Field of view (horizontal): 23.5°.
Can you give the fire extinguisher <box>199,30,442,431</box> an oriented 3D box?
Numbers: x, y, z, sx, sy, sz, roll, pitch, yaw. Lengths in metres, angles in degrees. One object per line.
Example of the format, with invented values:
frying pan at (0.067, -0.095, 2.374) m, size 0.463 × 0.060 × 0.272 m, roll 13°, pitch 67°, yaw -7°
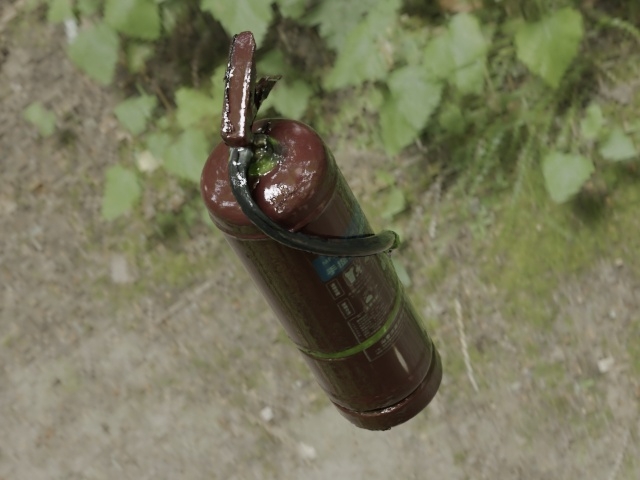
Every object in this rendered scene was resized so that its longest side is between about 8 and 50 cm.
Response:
fire extinguisher at (0.000, 0.000, 1.119) m, size 0.105 × 0.341 × 0.141 m, roll -9°, pitch 49°, yaw 18°
